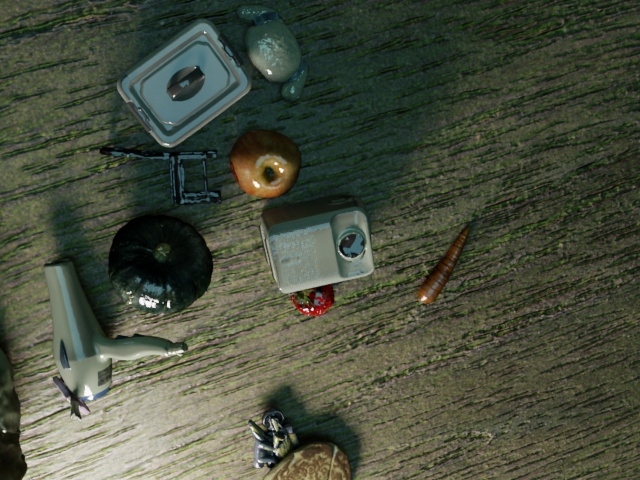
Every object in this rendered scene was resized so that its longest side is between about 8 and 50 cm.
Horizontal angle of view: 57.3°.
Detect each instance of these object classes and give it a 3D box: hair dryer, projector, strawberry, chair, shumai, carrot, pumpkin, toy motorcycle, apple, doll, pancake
[{"bbox_3d":[-0.450,0.156,1.192,0.298,0.119,0.296,-28,96,20],"label":"hair dryer"},{"bbox_3d":[0.000,0.000,1.239,0.242,0.177,0.163,-12,107,-10],"label":"projector"},{"bbox_3d":[-0.010,0.122,1.313,0.106,0.106,0.106,-3,103,-11],"label":"strawberry"},{"bbox_3d":[-0.317,-0.133,1.182,0.229,0.106,0.113,-2,101,-10],"label":"chair"},{"bbox_3d":[-0.693,0.323,1.130,0.304,0.309,0.263,19,86,22],"label":"shumai"},{"bbox_3d":[0.299,0.057,1.387,0.048,0.048,0.216,33,90,-17],"label":"carrot"},{"bbox_3d":[-0.320,0.045,1.176,0.211,0.212,0.152,18,133,-15],"label":"pumpkin"},{"bbox_3d":[-0.112,0.488,1.390,0.124,0.061,0.193,-32,115,-10],"label":"toy motorcycle"},{"bbox_3d":[-0.110,-0.157,1.204,0.146,0.131,0.146,-5,108,-14],"label":"apple"},{"bbox_3d":[-0.092,-0.384,1.184,0.103,0.071,0.214,-34,111,-1],"label":"doll"},{"bbox_3d":[-0.037,0.597,1.417,0.250,0.031,0.250,-10,115,-21],"label":"pancake"}]

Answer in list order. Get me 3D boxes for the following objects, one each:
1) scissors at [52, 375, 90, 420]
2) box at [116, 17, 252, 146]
[{"bbox_3d":[-0.506,0.338,1.200,0.021,0.212,0.110,-43,109,-18],"label":"scissors"},{"bbox_3d":[-0.261,-0.303,1.140,0.227,0.130,0.162,-37,107,-2],"label":"box"}]
